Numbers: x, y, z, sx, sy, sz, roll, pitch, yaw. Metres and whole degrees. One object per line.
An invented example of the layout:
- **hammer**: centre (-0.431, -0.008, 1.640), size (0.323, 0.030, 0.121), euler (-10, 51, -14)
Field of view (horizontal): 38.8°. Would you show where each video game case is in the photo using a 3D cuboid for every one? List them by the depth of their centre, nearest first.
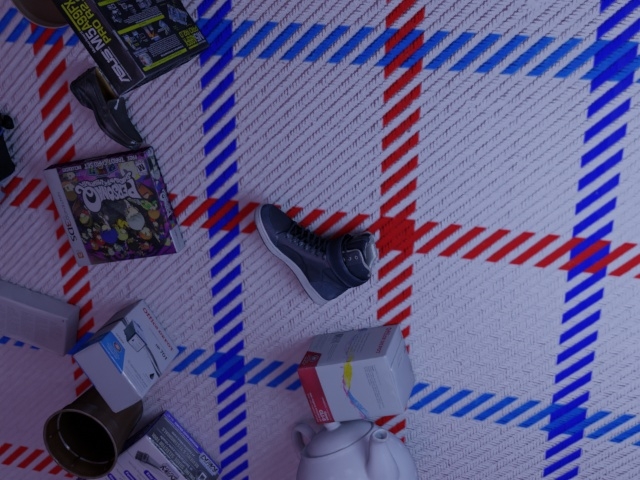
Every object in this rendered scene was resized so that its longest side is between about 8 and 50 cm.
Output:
- **video game case**: centre (-0.398, -0.062, 1.753), size (0.232, 0.042, 0.210), euler (-7, 111, 20)

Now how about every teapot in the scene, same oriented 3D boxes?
- **teapot**: centre (0.050, 0.422, 1.726), size (0.256, 0.252, 0.187), euler (-23, 94, 14)

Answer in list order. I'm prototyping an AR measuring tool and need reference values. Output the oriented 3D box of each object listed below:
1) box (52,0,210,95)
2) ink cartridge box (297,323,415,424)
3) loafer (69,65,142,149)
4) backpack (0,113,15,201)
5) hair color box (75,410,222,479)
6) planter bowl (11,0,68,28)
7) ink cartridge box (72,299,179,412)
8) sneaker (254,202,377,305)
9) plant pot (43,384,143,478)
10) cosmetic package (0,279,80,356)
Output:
- **box**: centre (-0.307, -0.365, 1.465), size (0.060, 0.270, 0.216), euler (-29, 102, 25)
- **ink cartridge box**: centre (0.071, 0.248, 1.692), size (0.176, 0.128, 0.127), euler (-11, 109, 22)
- **loafer**: centre (-0.382, -0.240, 1.662), size (0.061, 0.062, 0.170), euler (-39, 99, 22)
- **backpack**: centre (-0.749, -0.128, 1.731), size (0.263, 0.276, 0.213), euler (16, 130, 14)
- **hair color box**: centre (-0.397, 0.536, 1.977), size (0.339, 0.110, 0.185), euler (-38, 96, 29)
- **planter bowl**: centre (-0.443, -0.454, 1.559), size (0.162, 0.109, 0.162), euler (6, 114, 15)
- **ink cartridge box**: centre (-0.378, 0.223, 1.786), size (0.082, 0.191, 0.139), euler (-28, 102, 24)
- **sneaker**: centre (0.001, -0.001, 1.621), size (0.163, 0.086, 0.226), euler (-26, 113, 36)
- **plant pot**: centre (-0.461, 0.380, 1.895), size (0.167, 0.165, 0.167), euler (6, 113, 15)
- **cosmetic package**: centre (-0.627, 0.154, 1.908), size (0.239, 0.060, 0.099), euler (18, 119, 9)
